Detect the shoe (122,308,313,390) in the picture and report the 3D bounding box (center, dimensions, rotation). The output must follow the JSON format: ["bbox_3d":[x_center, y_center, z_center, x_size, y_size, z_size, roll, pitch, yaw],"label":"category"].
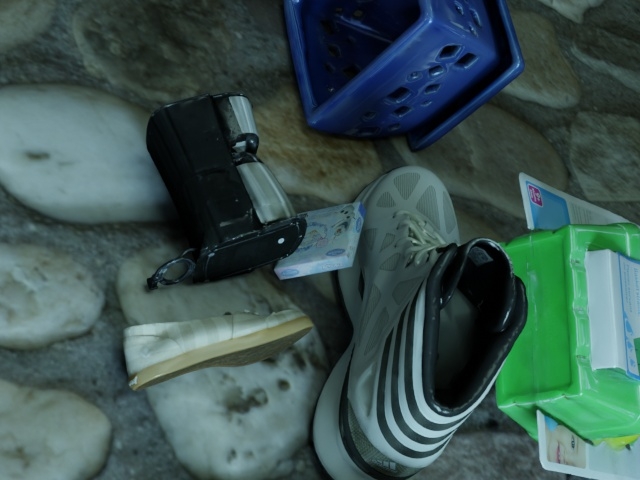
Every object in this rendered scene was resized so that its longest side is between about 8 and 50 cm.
[{"bbox_3d":[-0.100,0.094,1.202,0.219,0.076,0.058,-11,70,-40],"label":"shoe"}]

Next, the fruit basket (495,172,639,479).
[{"bbox_3d":[0.346,0.114,1.362,0.353,0.165,0.327,17,65,-37],"label":"fruit basket"}]

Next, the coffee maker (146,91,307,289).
[{"bbox_3d":[-0.121,-0.058,1.274,0.171,0.120,0.178,-7,62,-39],"label":"coffee maker"}]

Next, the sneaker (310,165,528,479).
[{"bbox_3d":[0.136,0.042,1.286,0.169,0.257,0.447,27,45,-17],"label":"sneaker"}]

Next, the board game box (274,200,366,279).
[{"bbox_3d":[0.000,0.000,1.345,0.020,0.090,0.090,60,32,-35],"label":"board game box"}]

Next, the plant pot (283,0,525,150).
[{"bbox_3d":[0.114,-0.265,1.540,0.212,0.236,0.236,16,49,-36],"label":"plant pot"}]
